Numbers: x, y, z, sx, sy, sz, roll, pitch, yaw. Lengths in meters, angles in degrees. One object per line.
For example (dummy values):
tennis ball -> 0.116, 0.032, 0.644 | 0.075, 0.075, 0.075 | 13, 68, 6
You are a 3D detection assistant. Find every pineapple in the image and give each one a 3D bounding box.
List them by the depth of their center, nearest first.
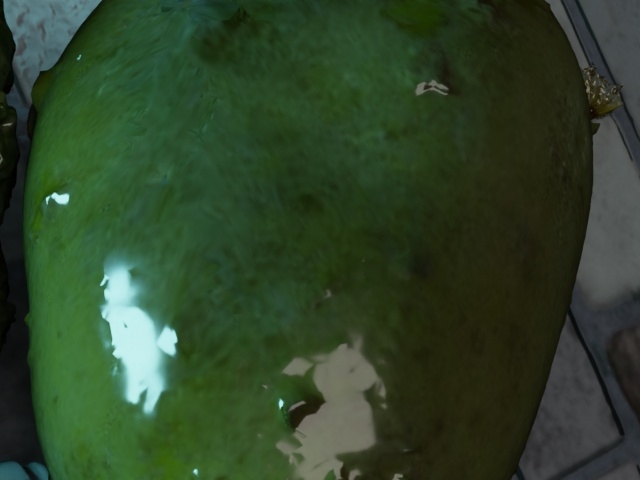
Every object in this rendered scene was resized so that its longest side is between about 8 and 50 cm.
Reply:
pineapple -> 0.165, -0.096, 0.830 | 0.083, 0.019, 0.045 | -18, 88, -26

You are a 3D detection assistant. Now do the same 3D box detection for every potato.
potato -> -0.019, 0.003, 0.563 | 0.270, 0.219, 0.359 | 6, 49, 15

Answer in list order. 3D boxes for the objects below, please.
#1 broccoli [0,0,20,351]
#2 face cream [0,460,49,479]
broccoli -> -0.245, -0.021, 0.529 | 0.254, 0.186, 0.302 | 40, 53, -58
face cream -> -0.152, 0.152, 0.560 | 0.251, 0.101, 0.101 | -8, 80, -28
